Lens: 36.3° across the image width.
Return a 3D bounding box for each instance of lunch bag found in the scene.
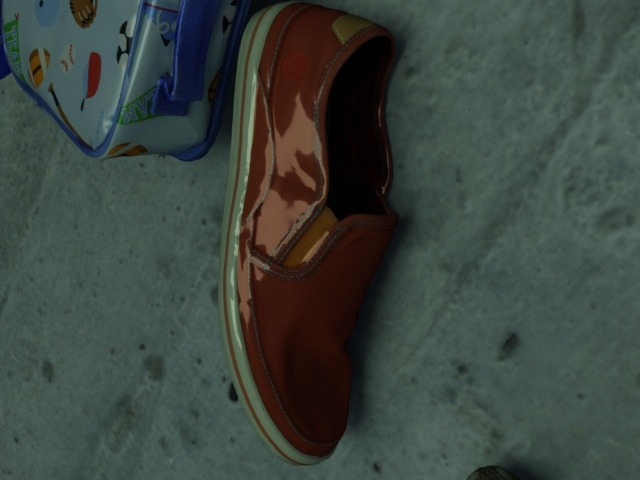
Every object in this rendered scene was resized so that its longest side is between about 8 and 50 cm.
[{"bbox_3d":[-0.132,-0.208,0.715,0.243,0.115,0.303,38,120,42],"label":"lunch bag"}]

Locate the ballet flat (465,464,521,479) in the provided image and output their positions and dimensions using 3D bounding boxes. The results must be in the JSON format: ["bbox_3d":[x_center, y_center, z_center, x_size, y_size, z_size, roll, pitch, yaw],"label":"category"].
[{"bbox_3d":[0.149,0.270,0.660,0.084,0.058,0.249,-19,92,16],"label":"ballet flat"}]

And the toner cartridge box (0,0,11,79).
[{"bbox_3d":[-0.321,-0.295,0.761,0.165,0.075,0.348,39,157,19],"label":"toner cartridge box"}]

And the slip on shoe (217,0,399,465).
[{"bbox_3d":[0.000,0.000,0.683,0.101,0.123,0.331,6,97,32],"label":"slip on shoe"}]
